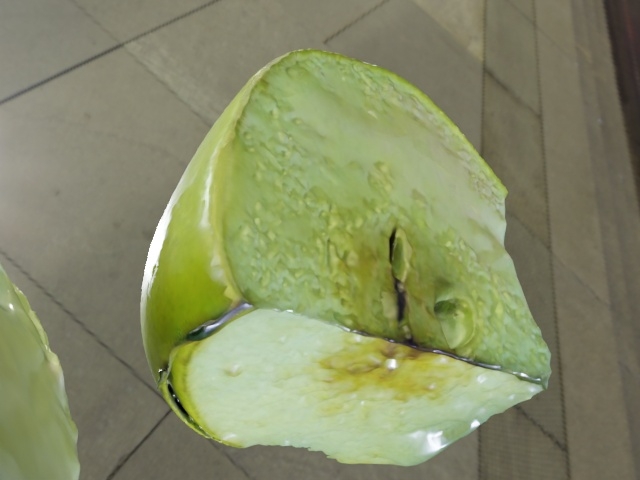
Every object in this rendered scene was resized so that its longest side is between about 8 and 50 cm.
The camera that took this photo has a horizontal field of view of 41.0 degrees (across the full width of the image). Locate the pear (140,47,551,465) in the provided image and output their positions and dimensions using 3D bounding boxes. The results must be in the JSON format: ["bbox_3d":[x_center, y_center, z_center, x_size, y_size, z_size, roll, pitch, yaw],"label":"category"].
[{"bbox_3d":[0.000,0.000,0.611,0.287,0.176,0.281,18,50,-33],"label":"pear"}]

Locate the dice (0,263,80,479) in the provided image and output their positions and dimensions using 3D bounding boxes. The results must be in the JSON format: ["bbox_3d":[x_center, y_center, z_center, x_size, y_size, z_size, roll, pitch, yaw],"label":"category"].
[{"bbox_3d":[-0.277,0.079,0.405,0.252,0.255,0.249,67,-2,-51],"label":"dice"}]
